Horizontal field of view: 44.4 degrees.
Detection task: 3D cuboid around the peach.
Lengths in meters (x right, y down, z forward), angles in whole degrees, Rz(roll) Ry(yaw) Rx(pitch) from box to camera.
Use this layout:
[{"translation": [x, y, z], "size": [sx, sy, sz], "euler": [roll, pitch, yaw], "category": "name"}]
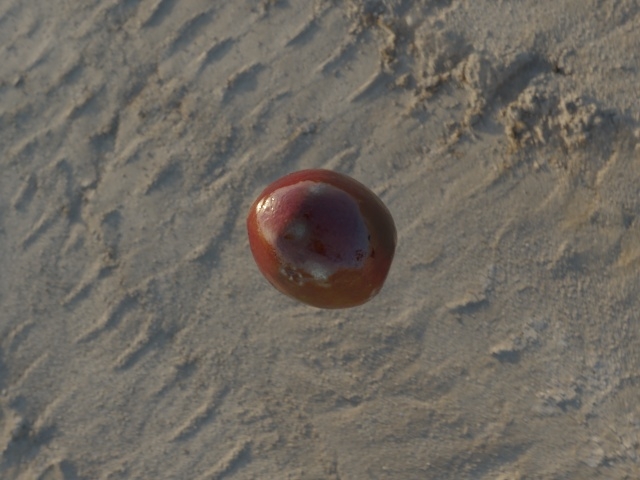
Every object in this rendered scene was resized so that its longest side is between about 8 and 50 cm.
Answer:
[{"translation": [0.000, 0.000, 1.203], "size": [0.244, 0.243, 0.199], "euler": [11, 51, 27], "category": "peach"}]
